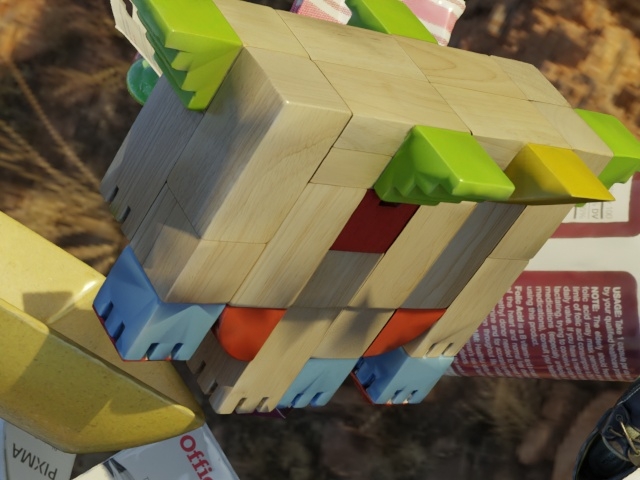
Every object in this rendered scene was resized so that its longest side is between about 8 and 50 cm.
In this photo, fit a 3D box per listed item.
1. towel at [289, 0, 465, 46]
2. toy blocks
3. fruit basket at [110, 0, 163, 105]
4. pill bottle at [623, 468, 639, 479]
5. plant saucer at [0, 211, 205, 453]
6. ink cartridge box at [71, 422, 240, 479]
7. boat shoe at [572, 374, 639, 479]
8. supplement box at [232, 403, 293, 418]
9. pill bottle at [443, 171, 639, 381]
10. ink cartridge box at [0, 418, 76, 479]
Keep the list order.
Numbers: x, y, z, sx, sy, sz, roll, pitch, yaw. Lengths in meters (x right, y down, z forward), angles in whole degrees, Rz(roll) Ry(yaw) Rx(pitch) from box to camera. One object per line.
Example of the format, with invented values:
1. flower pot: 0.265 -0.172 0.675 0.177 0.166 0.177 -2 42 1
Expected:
1. towel: 0.032 -0.146 1.169 0.029 0.144 0.197 -3 64 68
2. toy blocks: 0.000 0.000 0.891 0.261 0.381 0.191 -55 51 28
3. fruit basket: -0.117 -0.123 1.468 0.165 0.353 0.327 -41 25 9
4. pill bottle: 0.295 0.272 1.333 0.086 0.086 0.152 -24 58 38
5. plant saucer: -0.267 0.024 0.989 0.081 0.332 0.333 -54 24 1
6. ink cartridge box: -0.234 0.383 1.740 0.223 0.307 0.129 59 167 5
7. boat shoe: 0.245 0.154 1.104 0.056 0.049 0.152 41 140 18
8. supplement box: -0.042 0.125 1.727 0.104 0.081 0.188 -3 38 49
9. pill bottle: 0.260 0.031 1.423 0.392 0.224 0.224 0 76 20
10. ink cartridge box: -0.357 0.253 1.226 0.308 0.091 0.385 -21 42 35
